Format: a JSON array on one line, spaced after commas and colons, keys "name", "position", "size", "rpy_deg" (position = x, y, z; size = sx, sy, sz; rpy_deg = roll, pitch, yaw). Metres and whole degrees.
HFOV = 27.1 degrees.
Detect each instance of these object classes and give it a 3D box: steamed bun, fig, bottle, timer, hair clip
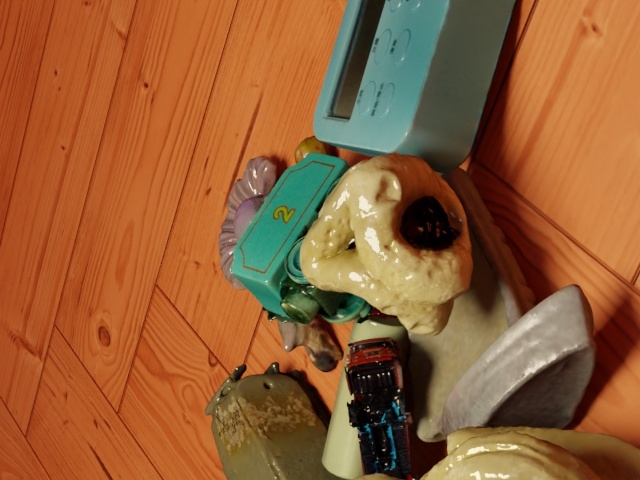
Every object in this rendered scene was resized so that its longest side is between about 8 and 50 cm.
[{"name": "steamed bun", "position": [0.169, 0.287, 1.222], "size": [0.372, 0.325, 0.230], "rpy_deg": [160, 111, -67]}, {"name": "fig", "position": [0.002, -0.091, 1.631], "size": [0.083, 0.050, 0.050], "rpy_deg": [51, 133, 12]}, {"name": "bottle", "position": [0.055, 0.177, 1.553], "size": [0.072, 0.072, 0.201], "rpy_deg": [32, 117, 47]}, {"name": "steamed bun", "position": [0.083, 0.017, 1.337], "size": [0.155, 0.141, 0.172], "rpy_deg": [50, 125, 26]}, {"name": "timer", "position": [0.079, -0.205, 1.449], "size": [0.250, 0.091, 0.232], "rpy_deg": [17, 93, 54]}, {"name": "hair clip", "position": [-0.062, 0.035, 1.698], "size": [0.173, 0.069, 0.300], "rpy_deg": [-53, 52, 40]}]

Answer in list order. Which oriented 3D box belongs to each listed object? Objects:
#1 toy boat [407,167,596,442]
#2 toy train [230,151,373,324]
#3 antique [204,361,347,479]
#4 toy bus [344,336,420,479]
[{"name": "toy boat", "position": [0.169, 0.105, 1.391], "size": [0.293, 0.111, 0.276], "rpy_deg": [57, 135, 51]}, {"name": "toy train", "position": [0.000, 0.000, 1.523], "size": [0.163, 0.112, 0.203], "rpy_deg": [16, 64, 41]}, {"name": "antique", "position": [-0.040, 0.283, 1.639], "size": [0.150, 0.125, 0.284], "rpy_deg": [-52, 53, 40]}, {"name": "toy bus", "position": [0.069, 0.220, 1.479], "size": [0.096, 0.073, 0.235], "rpy_deg": [-100, 3, -68]}]
